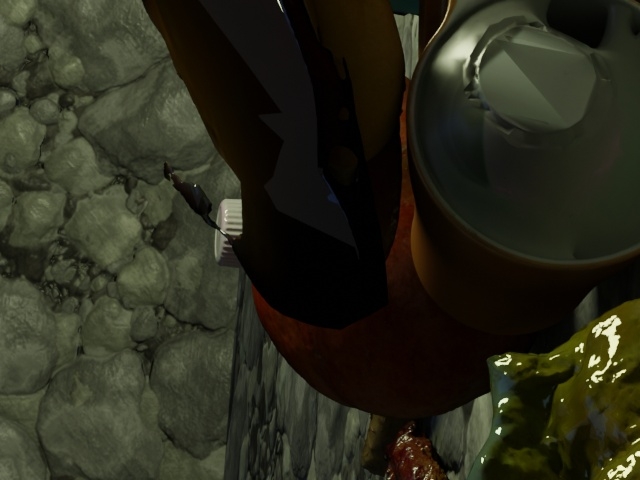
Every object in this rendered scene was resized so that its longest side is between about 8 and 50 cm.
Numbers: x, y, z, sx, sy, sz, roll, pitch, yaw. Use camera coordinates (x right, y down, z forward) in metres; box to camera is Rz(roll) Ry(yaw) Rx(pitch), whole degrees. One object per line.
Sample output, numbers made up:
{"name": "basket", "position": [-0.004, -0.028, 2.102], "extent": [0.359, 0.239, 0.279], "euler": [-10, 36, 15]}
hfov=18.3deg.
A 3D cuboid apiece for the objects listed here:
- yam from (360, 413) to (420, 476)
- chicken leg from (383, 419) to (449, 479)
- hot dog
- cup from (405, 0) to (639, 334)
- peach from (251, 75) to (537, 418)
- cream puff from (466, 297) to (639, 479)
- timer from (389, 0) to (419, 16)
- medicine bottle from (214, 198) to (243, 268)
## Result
{"name": "yam", "position": [0.077, 0.136, 1.864], "extent": [0.241, 0.056, 0.057], "euler": [101, 169, -47]}
{"name": "chicken leg", "position": [0.089, 0.230, 1.763], "extent": [0.219, 0.048, 0.089], "euler": [-106, 19, -65]}
{"name": "hot dog", "position": [-0.019, -0.112, 1.223], "extent": [0.194, 0.107, 0.326], "euler": [-10, 95, 56]}
{"name": "cup", "position": [0.123, -0.056, 1.257], "extent": [0.226, 0.182, 0.264], "euler": [62, 168, 15]}
{"name": "peach", "position": [0.061, -0.002, 1.486], "extent": [0.232, 0.232, 0.257], "euler": [-114, 10, -71]}
{"name": "cream puff", "position": [0.145, 0.160, 1.006], "extent": [0.282, 0.185, 0.282], "euler": [-173, 90, -78]}
{"name": "timer", "position": [0.102, -0.271, 1.342], "extent": [0.091, 0.231, 0.250], "euler": [111, 160, -57]}
{"name": "medicine bottle", "position": [0.000, 0.000, 1.940], "extent": [0.083, 0.203, 0.083], "euler": [-177, 90, -81]}
